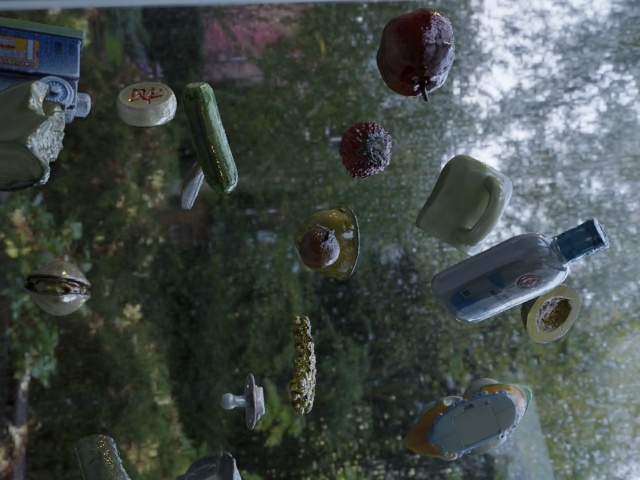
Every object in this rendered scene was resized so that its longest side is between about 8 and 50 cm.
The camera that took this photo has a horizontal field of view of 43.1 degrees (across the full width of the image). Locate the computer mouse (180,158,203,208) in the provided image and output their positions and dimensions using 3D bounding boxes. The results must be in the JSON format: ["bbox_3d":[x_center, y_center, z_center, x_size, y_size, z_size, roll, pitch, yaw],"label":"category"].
[{"bbox_3d":[-0.350,-0.165,2.243,0.199,0.045,0.102,123,-12,-54],"label":"computer mouse"}]

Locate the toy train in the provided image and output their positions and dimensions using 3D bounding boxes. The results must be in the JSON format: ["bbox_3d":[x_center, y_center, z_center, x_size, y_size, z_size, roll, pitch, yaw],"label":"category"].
[{"bbox_3d":[-0.577,-0.311,1.493,0.131,0.300,0.201,136,-47,-57],"label":"toy train"}]

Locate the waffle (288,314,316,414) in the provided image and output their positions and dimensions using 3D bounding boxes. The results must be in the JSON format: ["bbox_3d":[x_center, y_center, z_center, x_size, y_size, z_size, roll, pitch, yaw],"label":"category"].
[{"bbox_3d":[-0.049,0.390,2.495,0.259,0.069,0.292,78,13,-58],"label":"waffle"}]

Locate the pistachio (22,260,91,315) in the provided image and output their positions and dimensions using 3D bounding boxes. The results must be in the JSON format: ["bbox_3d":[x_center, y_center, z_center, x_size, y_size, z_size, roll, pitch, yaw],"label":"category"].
[{"bbox_3d":[-0.603,0.109,1.862,0.223,0.152,0.126,169,-71,-70],"label":"pistachio"}]

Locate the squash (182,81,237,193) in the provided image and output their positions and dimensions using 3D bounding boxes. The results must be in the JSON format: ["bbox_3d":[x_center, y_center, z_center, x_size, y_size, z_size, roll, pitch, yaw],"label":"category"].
[{"bbox_3d":[-0.208,-0.190,1.531,0.066,0.066,0.228,-112,-172,-59],"label":"squash"}]

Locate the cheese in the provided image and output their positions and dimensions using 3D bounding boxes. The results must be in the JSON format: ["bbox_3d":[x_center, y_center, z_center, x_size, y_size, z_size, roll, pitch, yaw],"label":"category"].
[{"bbox_3d":[-0.489,-0.174,1.301,0.091,0.176,0.202,74,21,-48],"label":"cheese"}]

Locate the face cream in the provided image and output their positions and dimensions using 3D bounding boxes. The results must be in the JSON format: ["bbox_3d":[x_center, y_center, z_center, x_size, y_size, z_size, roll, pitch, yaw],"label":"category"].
[{"bbox_3d":[0.391,0.056,1.580,0.163,0.337,0.080,40,35,-37],"label":"face cream"}]

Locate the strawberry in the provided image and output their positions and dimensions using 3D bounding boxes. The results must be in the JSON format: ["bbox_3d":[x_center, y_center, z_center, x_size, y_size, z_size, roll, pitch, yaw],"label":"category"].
[{"bbox_3d":[0.116,-0.226,2.027,0.086,0.145,0.145,6,-78,53],"label":"strawberry"}]

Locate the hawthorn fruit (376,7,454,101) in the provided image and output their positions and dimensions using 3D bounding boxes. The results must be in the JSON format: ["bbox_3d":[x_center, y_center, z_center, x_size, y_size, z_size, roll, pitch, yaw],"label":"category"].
[{"bbox_3d":[0.254,-0.476,2.168,0.230,0.210,0.265,127,-32,-57],"label":"hawthorn fruit"}]

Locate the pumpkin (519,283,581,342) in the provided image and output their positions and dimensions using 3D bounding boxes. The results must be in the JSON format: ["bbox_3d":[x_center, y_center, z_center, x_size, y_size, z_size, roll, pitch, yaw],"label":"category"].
[{"bbox_3d":[0.739,0.221,2.672,0.110,0.218,0.217,47,-36,48],"label":"pumpkin"}]

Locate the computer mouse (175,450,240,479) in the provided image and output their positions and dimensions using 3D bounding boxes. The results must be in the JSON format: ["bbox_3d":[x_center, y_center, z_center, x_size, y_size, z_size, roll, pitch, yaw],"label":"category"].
[{"bbox_3d":[-0.253,0.630,1.817,0.115,0.200,0.389,53,19,-24],"label":"computer mouse"}]

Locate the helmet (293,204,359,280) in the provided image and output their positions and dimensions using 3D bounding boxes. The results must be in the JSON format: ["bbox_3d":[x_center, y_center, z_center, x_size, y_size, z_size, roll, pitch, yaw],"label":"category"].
[{"bbox_3d":[0.000,0.000,2.206,0.257,0.140,0.205,-140,-123,-63],"label":"helmet"}]

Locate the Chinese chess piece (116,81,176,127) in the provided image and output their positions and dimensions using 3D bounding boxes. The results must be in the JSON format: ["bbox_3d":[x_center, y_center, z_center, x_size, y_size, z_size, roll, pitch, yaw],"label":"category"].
[{"bbox_3d":[-0.358,-0.281,1.672,0.122,0.122,0.051,-108,-166,-52],"label":"Chinese chess piece"}]

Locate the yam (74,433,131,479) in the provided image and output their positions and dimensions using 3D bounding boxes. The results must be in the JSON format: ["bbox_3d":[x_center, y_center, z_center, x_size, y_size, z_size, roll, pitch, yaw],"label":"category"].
[{"bbox_3d":[-0.355,0.373,1.323,0.146,0.070,0.069,46,-37,49],"label":"yam"}]

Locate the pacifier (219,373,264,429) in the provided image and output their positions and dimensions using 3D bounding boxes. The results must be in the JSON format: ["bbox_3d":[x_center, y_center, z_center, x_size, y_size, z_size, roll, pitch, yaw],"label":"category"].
[{"bbox_3d":[-0.140,0.286,1.428,0.081,0.078,0.099,120,-32,-51],"label":"pacifier"}]

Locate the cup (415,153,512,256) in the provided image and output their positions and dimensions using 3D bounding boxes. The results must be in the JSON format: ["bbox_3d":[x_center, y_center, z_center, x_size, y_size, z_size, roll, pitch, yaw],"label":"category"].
[{"bbox_3d":[0.333,-0.085,1.870,0.202,0.173,0.255,-61,171,4],"label":"cup"}]

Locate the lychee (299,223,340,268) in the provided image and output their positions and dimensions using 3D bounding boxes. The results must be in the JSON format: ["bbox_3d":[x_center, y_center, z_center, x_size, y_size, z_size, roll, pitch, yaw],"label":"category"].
[{"bbox_3d":[0.002,0.017,2.024,0.140,0.114,0.101,-25,-97,46],"label":"lychee"}]

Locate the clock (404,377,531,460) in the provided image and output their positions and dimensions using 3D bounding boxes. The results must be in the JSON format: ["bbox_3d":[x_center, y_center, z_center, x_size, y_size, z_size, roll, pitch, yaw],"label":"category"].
[{"bbox_3d":[0.251,0.303,1.381,0.144,0.231,0.103,43,25,-82],"label":"clock"}]
